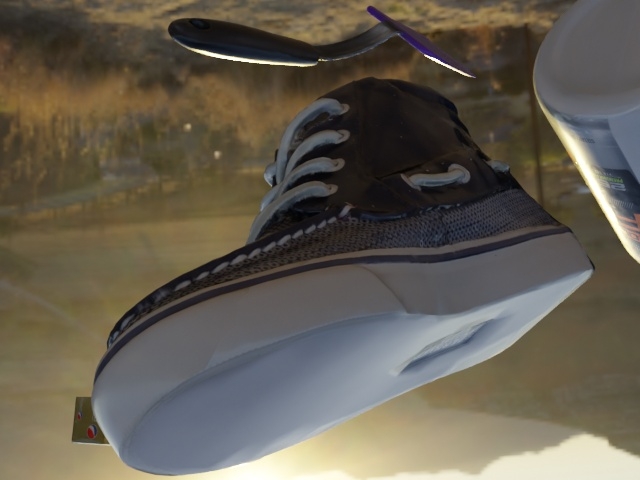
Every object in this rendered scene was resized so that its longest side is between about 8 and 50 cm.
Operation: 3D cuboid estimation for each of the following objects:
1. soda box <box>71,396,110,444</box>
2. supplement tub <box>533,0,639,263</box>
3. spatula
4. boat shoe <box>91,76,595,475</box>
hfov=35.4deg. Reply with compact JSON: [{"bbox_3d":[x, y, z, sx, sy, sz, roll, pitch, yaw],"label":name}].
[{"bbox_3d":[-0.231,0.236,1.289,0.061,0.058,0.181,-5,164,34],"label":"soda box"},{"bbox_3d":[0.349,-0.089,0.963,0.193,0.194,0.316,-11,137,34],"label":"supplement tub"},{"bbox_3d":[0.011,-0.141,0.719,0.296,0.084,0.030,-11,135,-45],"label":"spatula"},{"bbox_3d":[0.000,0.000,0.512,0.340,0.158,0.127,-7,146,-53],"label":"boat shoe"}]
